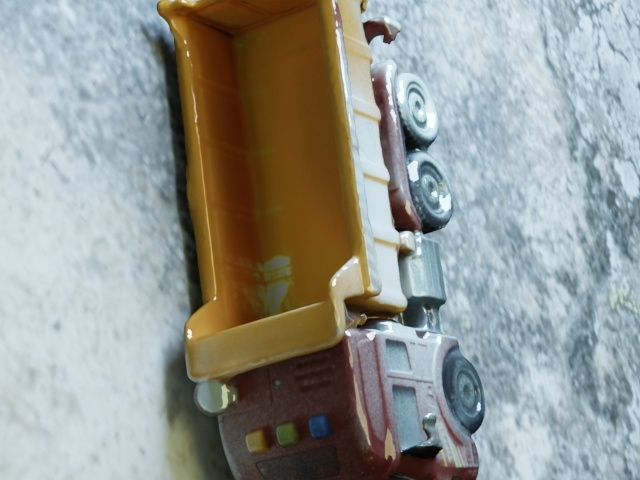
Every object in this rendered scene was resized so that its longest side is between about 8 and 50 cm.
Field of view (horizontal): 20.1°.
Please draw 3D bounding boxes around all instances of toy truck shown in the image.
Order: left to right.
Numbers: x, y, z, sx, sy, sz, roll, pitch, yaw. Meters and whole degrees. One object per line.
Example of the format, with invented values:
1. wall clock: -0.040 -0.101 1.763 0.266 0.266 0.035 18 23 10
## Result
1. toy truck: 0.000 0.000 0.907 0.135 0.114 0.270 14 63 -54
